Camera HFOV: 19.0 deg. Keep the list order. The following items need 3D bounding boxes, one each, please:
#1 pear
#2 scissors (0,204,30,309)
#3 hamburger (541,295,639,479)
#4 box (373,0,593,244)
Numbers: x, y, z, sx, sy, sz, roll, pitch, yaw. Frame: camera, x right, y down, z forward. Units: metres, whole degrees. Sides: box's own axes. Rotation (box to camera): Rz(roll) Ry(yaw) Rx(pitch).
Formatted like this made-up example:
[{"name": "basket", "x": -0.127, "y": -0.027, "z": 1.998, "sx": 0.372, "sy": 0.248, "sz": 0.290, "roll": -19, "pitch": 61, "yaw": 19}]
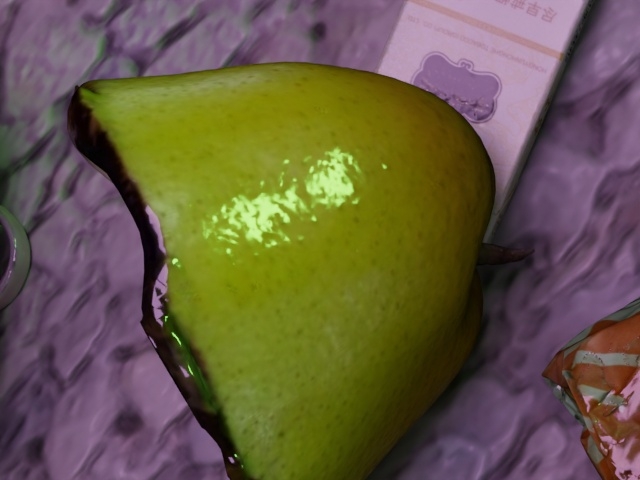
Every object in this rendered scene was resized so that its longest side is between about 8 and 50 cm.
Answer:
[{"name": "pear", "x": 0.000, "y": 0.000, "z": 0.906, "sx": 0.178, "sy": 0.267, "sz": 0.267, "roll": -29, "pitch": 65, "yaw": -4}, {"name": "scissors", "x": -0.264, "y": -0.040, "z": 1.137, "sx": 0.118, "sy": 0.030, "sz": 0.242, "roll": -39, "pitch": 67, "yaw": 11}, {"name": "hamburger", "x": 0.230, "y": 0.094, "z": 0.826, "sx": 0.214, "sy": 0.125, "sz": 0.235, "roll": -29, "pitch": 71, "yaw": 10}, {"name": "box", "x": 0.077, "y": -0.088, "z": 0.981, "sx": 0.090, "sy": 0.024, "sz": 0.167, "roll": 23, "pitch": 93, "yaw": 14}]
